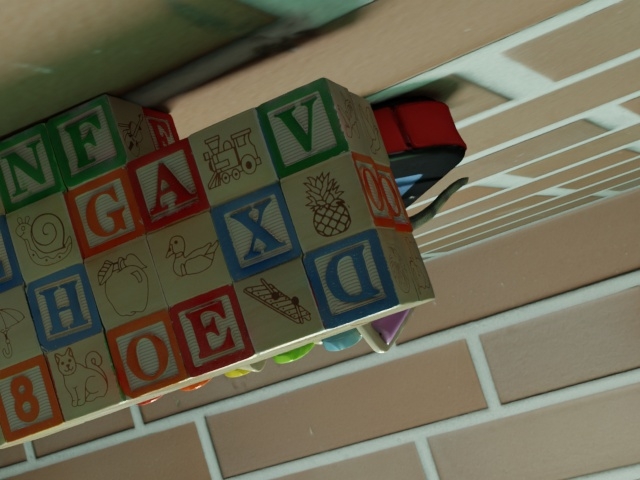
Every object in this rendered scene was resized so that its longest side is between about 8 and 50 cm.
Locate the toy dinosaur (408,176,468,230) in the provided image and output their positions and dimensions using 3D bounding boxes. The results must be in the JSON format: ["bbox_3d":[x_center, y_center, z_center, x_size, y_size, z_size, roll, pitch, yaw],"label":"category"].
[{"bbox_3d":[0.000,0.000,0.860,0.268,0.064,0.118,-13,166,-34],"label":"toy dinosaur"}]

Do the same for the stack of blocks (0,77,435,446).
[{"bbox_3d":[-0.102,0.004,0.599,0.297,0.171,0.087,-20,173,18],"label":"stack of blocks"}]

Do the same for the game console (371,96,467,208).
[{"bbox_3d":[-0.065,-0.025,0.934,0.342,0.060,0.386,-16,173,-11],"label":"game console"}]

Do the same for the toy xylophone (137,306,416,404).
[{"bbox_3d":[-0.076,0.085,0.967,0.322,0.081,0.236,-10,-158,38],"label":"toy xylophone"}]
